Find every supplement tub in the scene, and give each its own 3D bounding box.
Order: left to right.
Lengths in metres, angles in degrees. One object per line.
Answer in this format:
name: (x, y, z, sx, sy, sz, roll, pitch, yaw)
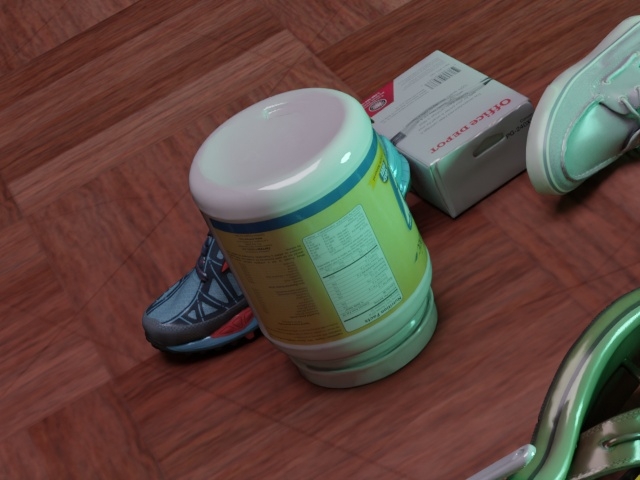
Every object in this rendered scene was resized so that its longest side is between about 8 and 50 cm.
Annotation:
supplement tub: (0.000, 0.000, 1.404, 0.144, 0.200, 0.144, -17, 34, 12)

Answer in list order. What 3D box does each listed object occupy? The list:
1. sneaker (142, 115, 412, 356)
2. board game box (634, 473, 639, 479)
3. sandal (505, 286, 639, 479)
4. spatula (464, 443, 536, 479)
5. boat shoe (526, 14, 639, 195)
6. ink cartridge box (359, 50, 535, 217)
sneaker: (-0.058, -0.018, 1.520, 0.262, 0.125, 0.104, -40, 32, 0)
board game box: (0.263, 0.202, 1.044, 0.316, 0.064, 0.242, -44, 32, -26)
sandal: (0.170, 0.155, 1.176, 0.086, 0.120, 0.303, 23, 53, 16)
spatula: (0.036, 0.216, 1.134, 0.242, 0.019, 0.168, -38, 10, 48)
boat shoe: (0.250, -0.117, 1.513, 0.081, 0.079, 0.227, 3, 38, 43)
ink cartridge box: (0.109, -0.093, 1.590, 0.109, 0.063, 0.150, -34, 34, -13)
